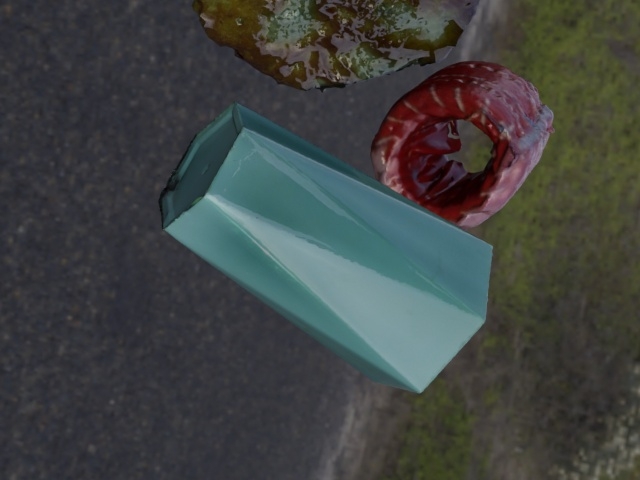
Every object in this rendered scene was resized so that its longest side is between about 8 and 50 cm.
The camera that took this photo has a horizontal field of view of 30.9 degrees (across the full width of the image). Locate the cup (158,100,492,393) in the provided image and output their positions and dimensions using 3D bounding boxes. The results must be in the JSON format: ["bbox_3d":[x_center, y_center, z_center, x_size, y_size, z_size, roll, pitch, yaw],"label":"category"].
[{"bbox_3d":[0.000,0.000,0.887,0.236,0.148,0.134,34,73,-21],"label":"cup"}]

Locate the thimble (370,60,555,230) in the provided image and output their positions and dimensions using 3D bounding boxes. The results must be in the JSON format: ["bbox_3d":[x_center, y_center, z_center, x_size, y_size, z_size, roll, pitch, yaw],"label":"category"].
[{"bbox_3d":[0.153,-0.105,1.293,0.189,0.163,0.125,-42,179,39],"label":"thimble"}]

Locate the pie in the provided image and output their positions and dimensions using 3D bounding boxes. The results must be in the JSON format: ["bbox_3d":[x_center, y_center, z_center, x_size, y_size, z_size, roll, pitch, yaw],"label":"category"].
[{"bbox_3d":[0.027,-0.306,1.328,0.288,0.355,0.102,62,19,-46],"label":"pie"}]
